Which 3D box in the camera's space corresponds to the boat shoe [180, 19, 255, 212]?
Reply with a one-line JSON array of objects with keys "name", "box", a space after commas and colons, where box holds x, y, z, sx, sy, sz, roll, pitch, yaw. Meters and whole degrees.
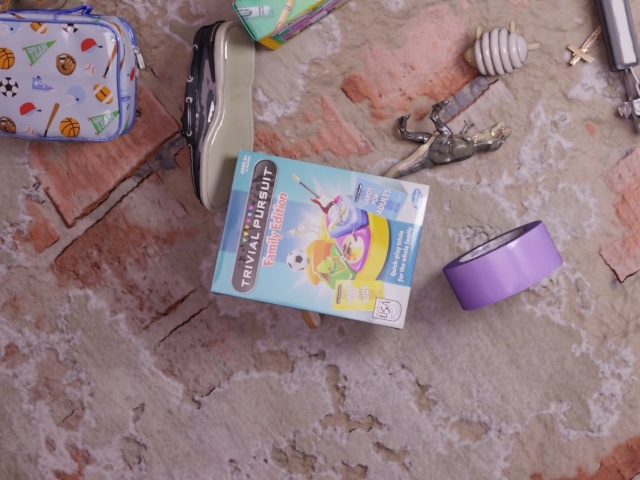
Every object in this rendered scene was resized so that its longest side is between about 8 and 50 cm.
[{"name": "boat shoe", "box": [-0.198, -0.224, 1.716, 0.113, 0.127, 0.339, 13, 106, 36]}]

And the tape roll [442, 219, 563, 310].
[{"name": "tape roll", "box": [0.310, 0.042, 1.632, 0.189, 0.189, 0.080, -26, 92, 9]}]

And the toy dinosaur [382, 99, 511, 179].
[{"name": "toy dinosaur", "box": [0.199, -0.177, 1.692, 0.268, 0.064, 0.118, -21, 99, 12]}]

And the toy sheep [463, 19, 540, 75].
[{"name": "toy sheep", "box": [0.311, -0.327, 1.649, 0.132, 0.091, 0.091, -8, 95, 27]}]

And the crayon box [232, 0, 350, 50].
[{"name": "crayon box", "box": [-0.002, -0.438, 1.638, 0.279, 0.165, 0.081, -32, 91, 9]}]

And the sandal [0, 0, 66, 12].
[{"name": "sandal", "box": [-0.554, -0.426, 1.771, 0.180, 0.049, 0.072, -28, 91, 9]}]

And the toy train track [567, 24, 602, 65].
[{"name": "toy train track", "box": [0.463, -0.338, 1.664, 0.048, 0.014, 0.083, 39, 93, 10]}]

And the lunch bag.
[{"name": "lunch bag", "box": [-0.471, -0.303, 1.724, 0.304, 0.115, 0.243, 4, 107, 7]}]

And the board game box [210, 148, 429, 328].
[{"name": "board game box", "box": [0.000, 0.000, 1.665, 0.336, 0.079, 0.253, 11, 85, 0]}]

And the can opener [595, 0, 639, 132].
[{"name": "can opener", "box": [0.531, -0.316, 1.625, 0.093, 0.074, 0.280, -18, 93, 5]}]

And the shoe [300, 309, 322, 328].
[{"name": "shoe", "box": [-0.016, 0.051, 1.732, 0.058, 0.076, 0.218, -9, 92, 13]}]
